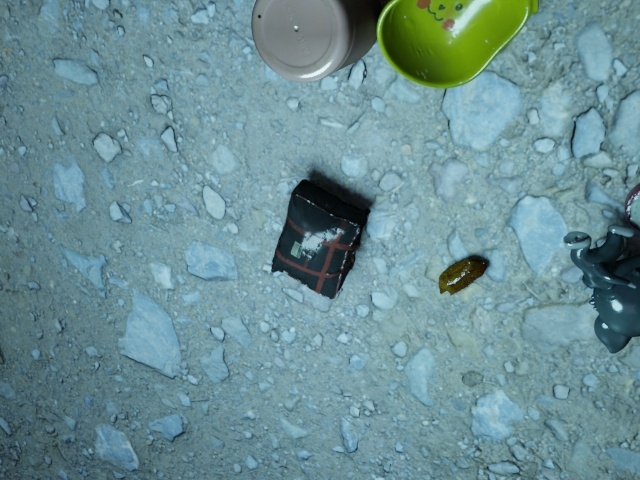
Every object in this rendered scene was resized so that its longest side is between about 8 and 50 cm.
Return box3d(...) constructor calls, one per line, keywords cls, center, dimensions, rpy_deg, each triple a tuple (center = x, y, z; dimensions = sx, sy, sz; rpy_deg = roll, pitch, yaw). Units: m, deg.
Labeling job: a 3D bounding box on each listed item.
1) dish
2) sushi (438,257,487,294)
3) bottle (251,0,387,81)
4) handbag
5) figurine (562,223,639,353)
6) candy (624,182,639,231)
box3d(cls="dish", center=(0.222, -0.396, 1.291), dimensions=(0.221, 0.108, 0.262), rpy_deg=(29, 131, -30))
box3d(cls="sushi", center=(0.290, 0.076, 1.564), dimensions=(0.118, 0.062, 0.060), rpy_deg=(-25, 137, 35))
box3d(cls="bottle", center=(0.008, -0.370, 1.314), dimensions=(0.173, 0.297, 0.206), rpy_deg=(35, 120, 5))
box3d(cls="handbag", center=(0.000, 0.000, 1.599), dimensions=(0.169, 0.155, 0.215), rpy_deg=(22, 121, 5))
box3d(cls="figurine", center=(0.554, 0.072, 1.382), dimensions=(0.193, 0.140, 0.265), rpy_deg=(-30, 131, 22))
box3d(cls="candy", center=(0.598, -0.059, 1.356), dimensions=(0.103, 0.043, 0.103), rpy_deg=(12, 121, 20))
